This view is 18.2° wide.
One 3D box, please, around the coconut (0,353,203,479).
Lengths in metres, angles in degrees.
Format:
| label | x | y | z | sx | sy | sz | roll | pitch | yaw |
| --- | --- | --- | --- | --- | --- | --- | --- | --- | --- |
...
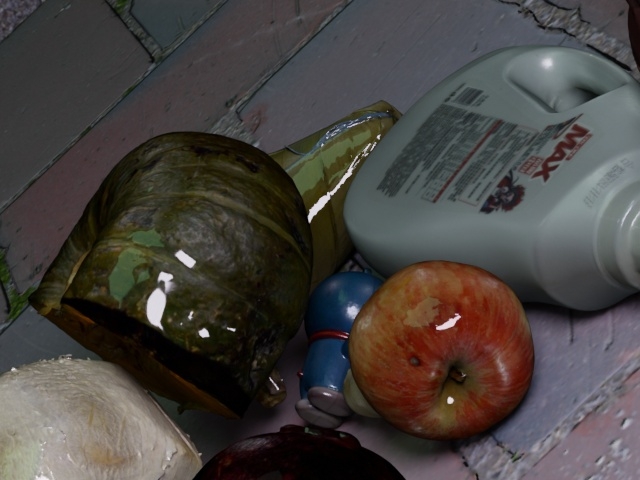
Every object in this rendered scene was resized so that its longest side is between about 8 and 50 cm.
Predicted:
| label | x | y | z | sx | sy | sz | roll | pitch | yaw |
| --- | --- | --- | --- | --- | --- | --- | --- | --- | --- |
| coconut | -0.206 | 0.232 | 1.690 | 0.245 | 0.245 | 0.247 | -45 | 48 | -3 |

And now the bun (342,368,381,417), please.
| label | x | y | z | sx | sy | sz | roll | pitch | yaw |
| --- | --- | --- | --- | --- | --- | --- | --- | --- | --- |
| bun | 0.060 | 0.117 | 1.670 | 0.055 | 0.086 | 0.086 | 39 | 81 | 21 |

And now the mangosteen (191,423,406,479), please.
| label | x | y | z | sx | sy | sz | roll | pitch | yaw |
| --- | --- | --- | --- | --- | --- | --- | --- | --- | --- |
| mangosteen | -0.016 | 0.235 | 1.457 | 0.210 | 0.210 | 0.210 | -34 | 26 | 20 |

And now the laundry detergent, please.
| label | x | y | z | sx | sy | sz | roll | pitch | yaw |
| --- | --- | --- | --- | --- | --- | --- | --- | --- | --- |
| laundry detergent | 0.200 | -0.044 | 1.645 | 0.264 | 0.125 | 0.398 | -47 | 26 | -11 |

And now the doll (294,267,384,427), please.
| label | x | y | z | sx | sy | sz | roll | pitch | yaw |
| --- | --- | --- | --- | --- | --- | --- | --- | --- | --- |
| doll | 0.022 | 0.088 | 1.753 | 0.114 | 0.085 | 0.152 | -48 | 21 | 55 |

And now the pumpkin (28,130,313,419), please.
| label | x | y | z | sx | sy | sz | roll | pitch | yaw |
| --- | --- | --- | --- | --- | --- | --- | --- | --- | --- |
| pumpkin | -0.099 | 0.031 | 1.765 | 0.232 | 0.242 | 0.325 | -53 | 19 | -11 |

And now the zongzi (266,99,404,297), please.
| label | x | y | z | sx | sy | sz | roll | pitch | yaw |
| --- | --- | --- | --- | --- | --- | --- | --- | --- | --- |
| zongzi | 0.000 | 0.000 | 1.906 | 0.228 | 0.115 | 0.256 | -25 | 43 | 21 |

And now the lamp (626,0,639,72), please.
| label | x | y | z | sx | sy | sz | roll | pitch | yaw |
| --- | --- | --- | --- | --- | --- | --- | --- | --- | --- |
| lamp | 0.326 | -0.159 | 1.567 | 0.180 | 0.180 | 0.258 | -36 | 27 | 15 |

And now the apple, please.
| label | x | y | z | sx | sy | sz | roll | pitch | yaw |
| --- | --- | --- | --- | --- | --- | --- | --- | --- | --- |
| apple | 0.094 | 0.085 | 1.574 | 0.146 | 0.146 | 0.131 | -39 | 25 | 11 |
